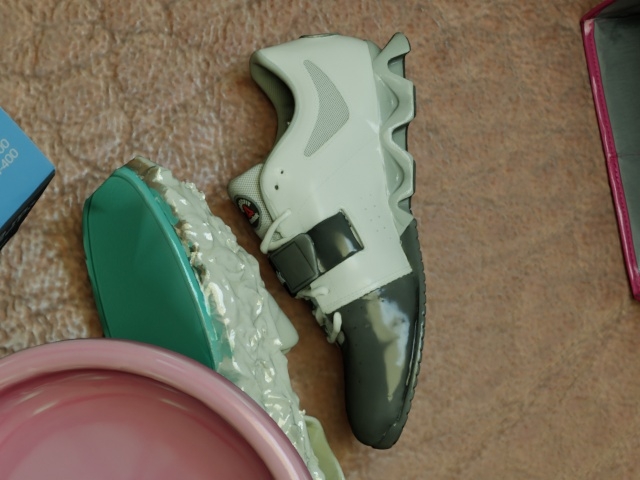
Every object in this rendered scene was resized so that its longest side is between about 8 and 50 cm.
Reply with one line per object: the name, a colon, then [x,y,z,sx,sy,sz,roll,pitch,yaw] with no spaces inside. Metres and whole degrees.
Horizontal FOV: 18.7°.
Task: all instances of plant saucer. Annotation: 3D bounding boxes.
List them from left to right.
plant saucer: [-0.145,0.230,1.364,0.332,0.084,0.332,1,94,13]

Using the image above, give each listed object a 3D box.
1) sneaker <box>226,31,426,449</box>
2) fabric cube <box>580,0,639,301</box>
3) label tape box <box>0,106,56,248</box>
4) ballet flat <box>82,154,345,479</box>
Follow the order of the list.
sneaker: [0.000,0.000,1.498,0.146,0.122,0.330,0,73,-14]
fabric cube: [0.396,-0.103,1.562,0.258,0.254,0.259,-7,82,-20]
label tape box: [-0.298,0.022,1.274,0.115,0.348,0.249,42,72,-7]
ballet flat: [-0.062,0.130,1.463,0.147,0.147,0.408,-17,89,-19]
